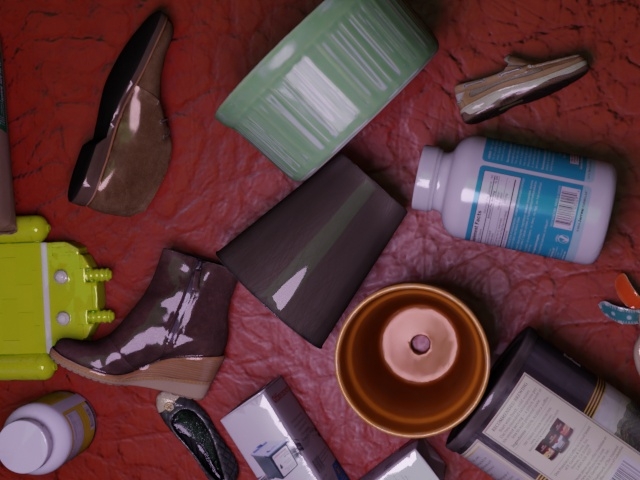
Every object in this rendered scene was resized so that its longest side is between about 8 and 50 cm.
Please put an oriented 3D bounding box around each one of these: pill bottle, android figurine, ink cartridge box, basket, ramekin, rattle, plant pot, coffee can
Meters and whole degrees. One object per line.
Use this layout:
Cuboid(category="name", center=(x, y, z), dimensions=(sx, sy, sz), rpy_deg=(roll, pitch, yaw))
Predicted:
Cuboid(category="pill bottle", center=(-0.397, 0.280, 1.787), dimensions=(0.103, 0.184, 0.103), rpy_deg=(0, 92, 8))
Cuboid(category="android figurine", center=(-0.438, 0.086, 1.851), dimensions=(0.272, 0.056, 0.248), rpy_deg=(0, 92, 10))
Cuboid(category="ink cartridge box", center=(-0.047, 0.301, 1.762), dimensions=(0.082, 0.139, 0.191), rpy_deg=(-35, 87, 10))
Cuboid(category="basket", center=(0.000, 0.000, 1.742), dimensions=(0.204, 0.154, 0.227), rpy_deg=(42, 93, 11))
Cuboid(category="ramekin", center=(0.016, -0.219, 1.657), dimensions=(0.303, 0.303, 0.148), rpy_deg=(-43, 94, 7))
Cuboid(category="rattle", center=(0.470, 0.141, 1.689), dimensions=(0.130, 0.143, 0.200), rpy_deg=(-35, 94, 26))
Cuboid(category="pill bottle", center=(0.263, -0.062, 1.700), dimensions=(0.264, 0.146, 0.146), rpy_deg=(13, 94, 7))
Cuboid(category="ink cartridge box", center=(0.082, 0.368, 1.760), dimensions=(0.198, 0.115, 0.067), rpy_deg=(-39, 87, 9))
Cuboid(category="plant pot", center=(0.131, 0.153, 1.707), dimensions=(0.205, 0.188, 0.205), rpy_deg=(0, 93, 8))
Cuboid(category="coffee can", center=(0.338, 0.277, 1.677), dimensions=(0.275, 0.201, 0.201), rpy_deg=(35, 97, 5))

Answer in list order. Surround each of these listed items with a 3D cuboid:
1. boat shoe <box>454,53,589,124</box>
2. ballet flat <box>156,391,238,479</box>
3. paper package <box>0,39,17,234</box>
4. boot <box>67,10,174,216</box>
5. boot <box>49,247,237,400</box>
Cuboid(category="boat shoe", center=(0.278, -0.230, 1.734), dimensions=(0.190, 0.068, 0.072), rpy_deg=(-20, 78, 8))
Cuboid(category="ballet flat", center=(-0.180, 0.290, 1.825), dimensions=(0.057, 0.049, 0.173), rpy_deg=(-41, 87, 7))
Cuboid(category="paper package", center=(-0.615, -0.151, 1.783), dimensions=(0.309, 0.168, 0.325), rpy_deg=(-8, 81, 8))
Cuboid(category="boot", center=(-0.263, -0.182, 1.809), dimensions=(0.115, 0.112, 0.305), rpy_deg=(20, 91, -24))
Cuboid(category="boot", center=(-0.253, 0.110, 1.800), dimensions=(0.248, 0.090, 0.207), rpy_deg=(13, 93, -9))
